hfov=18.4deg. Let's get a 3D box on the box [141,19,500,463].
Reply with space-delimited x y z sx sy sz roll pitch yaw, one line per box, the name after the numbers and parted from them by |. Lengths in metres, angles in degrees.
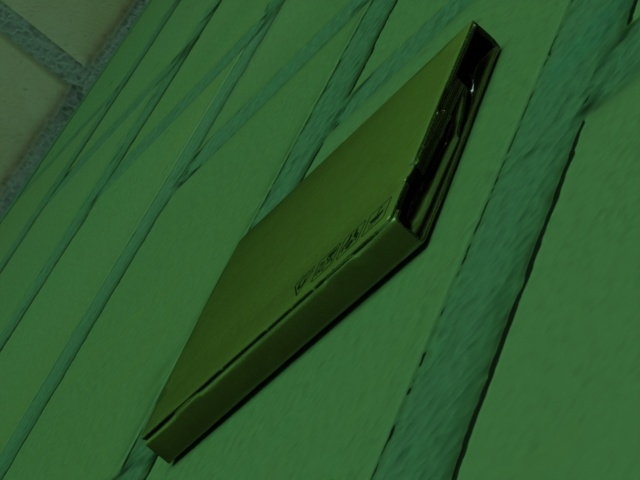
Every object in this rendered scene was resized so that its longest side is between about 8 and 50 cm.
0.000 0.000 0.937 0.201 0.021 0.164 -43 15 39 | box
